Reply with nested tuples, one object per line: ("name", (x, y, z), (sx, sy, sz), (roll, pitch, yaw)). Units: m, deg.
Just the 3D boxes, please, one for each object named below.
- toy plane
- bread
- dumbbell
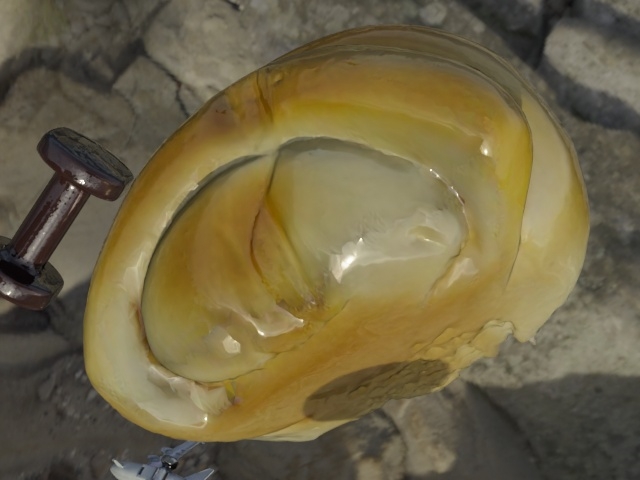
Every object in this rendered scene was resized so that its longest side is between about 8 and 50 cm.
("toy plane", (-0.239, 0.346, 1.569), (0.171, 0.066, 0.162), (11, 55, 26))
("bread", (0.007, 0.021, 0.881), (0.329, 0.424, 0.245), (54, 22, -7))
("dumbbell", (-0.354, -0.030, 1.425), (0.124, 0.140, 0.225), (34, 103, -5))
